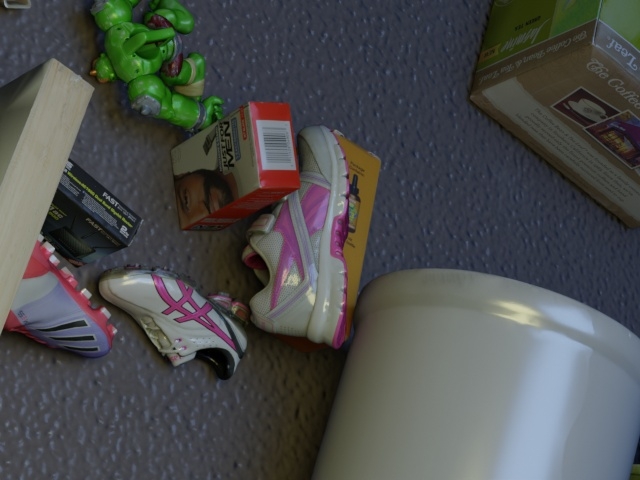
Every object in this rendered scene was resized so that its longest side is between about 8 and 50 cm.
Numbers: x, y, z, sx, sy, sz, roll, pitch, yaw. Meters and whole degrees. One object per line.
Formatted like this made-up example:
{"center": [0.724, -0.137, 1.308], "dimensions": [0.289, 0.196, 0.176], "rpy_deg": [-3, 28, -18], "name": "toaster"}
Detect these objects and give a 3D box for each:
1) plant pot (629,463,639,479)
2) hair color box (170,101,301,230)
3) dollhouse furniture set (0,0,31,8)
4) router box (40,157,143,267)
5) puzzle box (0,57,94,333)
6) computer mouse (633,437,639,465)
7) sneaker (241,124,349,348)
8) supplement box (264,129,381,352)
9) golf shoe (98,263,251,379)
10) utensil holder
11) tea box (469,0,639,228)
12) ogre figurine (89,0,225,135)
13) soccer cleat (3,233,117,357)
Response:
{"center": [0.408, 0.417, 2.171], "dimensions": [0.276, 0.276, 0.254], "rpy_deg": [25, 72, -35], "name": "plant pot"}
{"center": [-0.090, -0.074, 1.923], "dimensions": [0.053, 0.167, 0.093], "rpy_deg": [0, 75, -33], "name": "hair color box"}
{"center": [-0.288, -0.296, 1.882], "dimensions": [0.091, 0.081, 0.114], "rpy_deg": [-6, 80, -43], "name": "dollhouse furniture set"}
{"center": [-0.248, -0.031, 1.819], "dimensions": [0.122, 0.092, 0.038], "rpy_deg": [41, 52, -25], "name": "router box"}
{"center": [-0.343, 0.054, 1.577], "dimensions": [0.052, 0.272, 0.409], "rpy_deg": [35, 55, -28], "name": "puzzle box"}
{"center": [0.317, 0.188, 2.287], "dimensions": [0.262, 0.060, 0.184], "rpy_deg": [27, 62, -20], "name": "computer mouse"}
{"center": [-0.026, -0.011, 1.938], "dimensions": [0.111, 0.103, 0.252], "rpy_deg": [1, 61, 1], "name": "sneaker"}
{"center": [0.000, 0.000, 2.047], "dimensions": [0.078, 0.080, 0.233], "rpy_deg": [31, 58, -32], "name": "supplement box"}
{"center": [-0.147, 0.081, 1.890], "dimensions": [0.186, 0.067, 0.086], "rpy_deg": [25, 61, -35], "name": "golf shoe"}
{"center": [0.143, 0.271, 1.895], "dimensions": [0.327, 0.327, 0.385], "rpy_deg": [31, 65, -31], "name": "utensil holder"}
{"center": [0.404, -0.249, 2.404], "dimensions": [0.329, 0.220, 0.323], "rpy_deg": [36, 53, -28], "name": "tea box"}
{"center": [-0.177, -0.200, 1.944], "dimensions": [0.118, 0.097, 0.197], "rpy_deg": [-12, 95, -56], "name": "ogre figurine"}
{"center": [-0.270, 0.057, 1.741], "dimensions": [0.095, 0.083, 0.248], "rpy_deg": [-43, 151, -9], "name": "soccer cleat"}
